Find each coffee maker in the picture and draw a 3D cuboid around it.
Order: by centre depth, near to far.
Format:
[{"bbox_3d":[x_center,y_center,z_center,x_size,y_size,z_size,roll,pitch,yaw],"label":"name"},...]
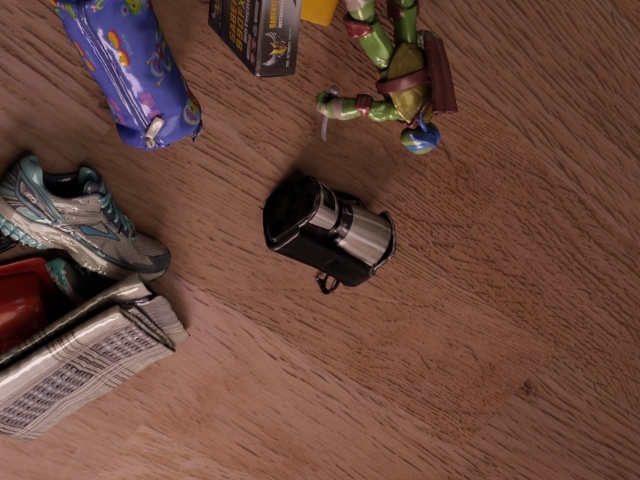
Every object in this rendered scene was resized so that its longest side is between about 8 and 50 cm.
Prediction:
[{"bbox_3d":[0.000,0.000,1.877,0.178,0.120,0.171,25,108,-35],"label":"coffee maker"}]

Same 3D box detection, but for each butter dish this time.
[{"bbox_3d":[-0.444,0.126,1.748,0.160,0.118,0.160,-16,127,-16],"label":"butter dish"}]

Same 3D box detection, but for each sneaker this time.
[{"bbox_3d":[-0.318,-0.029,1.715,0.283,0.110,0.122,23,106,-35],"label":"sneaker"},{"bbox_3d":[-0.339,0.054,1.776,0.076,0.065,0.166,-42,156,-9],"label":"sneaker"}]

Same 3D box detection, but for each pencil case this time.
[{"bbox_3d":[-0.249,-0.240,1.562,0.119,0.133,0.306,-12,139,8],"label":"pencil case"}]

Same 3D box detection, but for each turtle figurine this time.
[{"bbox_3d":[0.075,-0.257,1.720,0.197,0.275,0.266,-13,112,1],"label":"turtle figurine"}]

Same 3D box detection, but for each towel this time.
[{"bbox_3d":[-0.347,0.184,1.782,0.324,0.056,0.312,-33,160,-4],"label":"towel"}]

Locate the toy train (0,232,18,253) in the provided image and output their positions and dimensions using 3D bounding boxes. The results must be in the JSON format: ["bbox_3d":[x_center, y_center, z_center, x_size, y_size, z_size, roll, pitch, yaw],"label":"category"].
[{"bbox_3d":[-0.493,0.023,1.717,0.158,0.027,0.036,-25,139,-10],"label":"toy train"}]

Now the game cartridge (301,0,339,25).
[{"bbox_3d":[-0.051,-0.462,1.592,0.285,0.053,0.324,10,117,-30],"label":"game cartridge"}]

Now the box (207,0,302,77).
[{"bbox_3d":[-0.078,-0.341,1.512,0.056,0.183,0.231,-7,123,-24],"label":"box"}]
